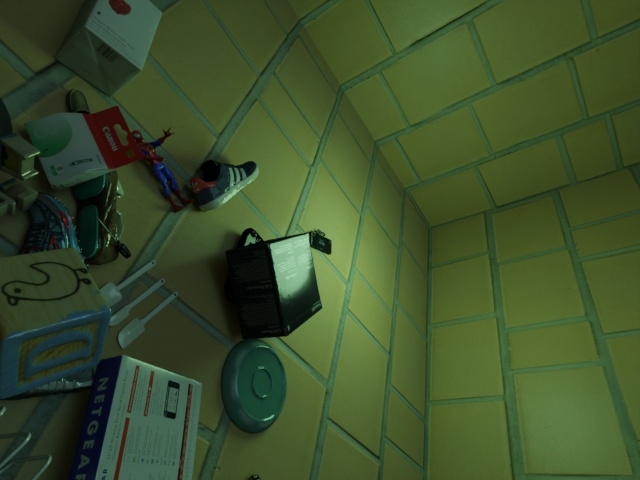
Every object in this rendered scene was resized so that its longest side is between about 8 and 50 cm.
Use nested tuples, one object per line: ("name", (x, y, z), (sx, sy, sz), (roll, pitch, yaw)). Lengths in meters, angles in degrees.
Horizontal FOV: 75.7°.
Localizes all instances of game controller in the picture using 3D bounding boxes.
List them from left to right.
("game controller", (-0.268, 0.109, 1.544), (0.166, 0.067, 0.320), (45, 40, -36))

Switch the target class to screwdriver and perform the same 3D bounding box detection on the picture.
("screwdriver", (-0.528, -0.006, 1.058), (0.170, 0.025, 0.024), (92, 1, -55))

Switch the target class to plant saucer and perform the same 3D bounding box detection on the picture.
("plant saucer", (-0.215, 0.501, 1.443), (0.317, 0.043, 0.318), (33, 48, -46))

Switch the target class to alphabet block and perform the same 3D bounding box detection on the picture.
("alphabet block", (-0.569, 0.158, 0.835), (0.197, 0.194, 0.192), (45, 32, 24))

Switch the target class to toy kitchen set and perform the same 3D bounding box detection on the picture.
("toy kitchen set", (-0.711, -0.120, 0.840), (0.122, 0.166, 0.207), (31, 35, -3))

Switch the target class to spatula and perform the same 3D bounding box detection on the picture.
("spatula", (-0.517, 0.164, 1.169), (0.168, 0.019, 0.242), (61, 33, -15))

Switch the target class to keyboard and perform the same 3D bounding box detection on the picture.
("keyboard", (0.000, 0.000, 2.068), (0.180, 0.023, 0.108), (26, 59, -51))

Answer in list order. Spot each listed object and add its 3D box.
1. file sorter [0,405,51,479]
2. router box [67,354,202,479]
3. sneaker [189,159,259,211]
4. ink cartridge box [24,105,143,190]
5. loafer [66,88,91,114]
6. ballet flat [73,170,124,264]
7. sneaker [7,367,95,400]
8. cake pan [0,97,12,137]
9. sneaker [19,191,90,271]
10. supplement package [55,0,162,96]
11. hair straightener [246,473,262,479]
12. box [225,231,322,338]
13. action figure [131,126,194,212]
("file sorter", (-0.645, 0.359, 0.701), (0.278, 0.192, 0.173), (61, 29, -17))
("router box", (-0.427, 0.484, 0.993), (0.301, 0.082, 0.336), (51, 29, -50))
("sneaker", (-0.355, -0.250, 1.535), (0.148, 0.131, 0.350), (63, 32, -22))
("ink cartridge box", (-0.606, -0.253, 1.061), (0.181, 0.224, 0.056), (61, -15, 8))
("loafer", (-0.678, -0.364, 1.166), (0.056, 0.050, 0.148), (-1, 75, -58))
("ballet flat", (-0.591, -0.097, 1.121), (0.124, 0.116, 0.343), (38, 40, -72))
("sneaker", (-0.613, 0.274, 0.912), (0.228, 0.086, 0.132), (29, 45, -61))
("cake pan", (-0.786, -0.268, 0.859), (0.293, 0.054, 0.294), (-13, 90, -76))
("sneaker", (-0.645, 0.013, 0.969), (0.125, 0.104, 0.262), (-24, 94, -57))
("supplement package", (-0.635, -0.631, 1.255), (0.177, 0.175, 0.293), (34, 47, -44))
("hair straightener", (-0.249, 0.791, 1.242), (0.230, 0.047, 0.089), (-4, 77, -63))
("box", (-0.156, 0.153, 1.503), (0.343, 0.178, 0.313), (-17, 97, -68))
("action figure", (-0.492, -0.241, 1.319), (0.281, 0.138, 0.091), (57, 33, -18))
